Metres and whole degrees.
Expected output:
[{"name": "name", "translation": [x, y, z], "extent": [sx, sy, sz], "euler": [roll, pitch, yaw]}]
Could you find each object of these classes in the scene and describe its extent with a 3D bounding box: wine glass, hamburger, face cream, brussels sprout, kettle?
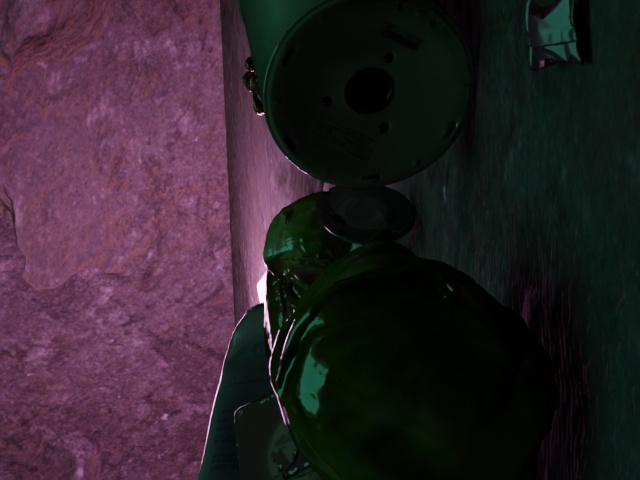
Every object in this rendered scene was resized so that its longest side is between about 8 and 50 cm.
[{"name": "wine glass", "translation": [0.046, 0.055, 1.777], "extent": [0.126, 0.126, 0.241], "euler": [-105, 16, -49]}, {"name": "hamburger", "translation": [-0.015, 0.113, 2.192], "extent": [0.211, 0.132, 0.309], "euler": [92, 171, -49]}, {"name": "face cream", "translation": [-0.073, 0.245, 2.299], "extent": [0.420, 0.234, 0.137], "euler": [-80, -31, -50]}, {"name": "brussels sprout", "translation": [0.077, 0.126, 1.259], "extent": [0.294, 0.227, 0.259], "euler": [60, -177, -27]}, {"name": "kettle", "translation": [0.026, -0.237, 1.514], "extent": [0.318, 0.205, 0.265], "euler": [-105, 11, -62]}, {"name": "brussels sprout", "translation": [0.002, -0.005, 1.991], "extent": [0.151, 0.149, 0.122], "euler": [136, 147, -59]}]

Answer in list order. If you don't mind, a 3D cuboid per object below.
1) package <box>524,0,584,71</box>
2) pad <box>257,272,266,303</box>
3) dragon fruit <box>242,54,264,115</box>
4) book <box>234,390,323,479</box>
[{"name": "package", "translation": [0.177, -0.159, 1.122], "extent": [0.083, 0.029, 0.059], "euler": [-166, 69, -72]}, {"name": "pad", "translation": [-0.035, 0.245, 2.744], "extent": [0.315, 0.063, 0.375], "euler": [137, 118, -78]}, {"name": "dragon fruit", "translation": [-0.023, -0.237, 2.065], "extent": [0.133, 0.150, 0.207], "euler": [46, 147, -11]}, {"name": "book", "translation": [-0.008, 0.349, 1.973], "extent": [0.260, 0.043, 0.371], "euler": [-30, 49, 35]}]
